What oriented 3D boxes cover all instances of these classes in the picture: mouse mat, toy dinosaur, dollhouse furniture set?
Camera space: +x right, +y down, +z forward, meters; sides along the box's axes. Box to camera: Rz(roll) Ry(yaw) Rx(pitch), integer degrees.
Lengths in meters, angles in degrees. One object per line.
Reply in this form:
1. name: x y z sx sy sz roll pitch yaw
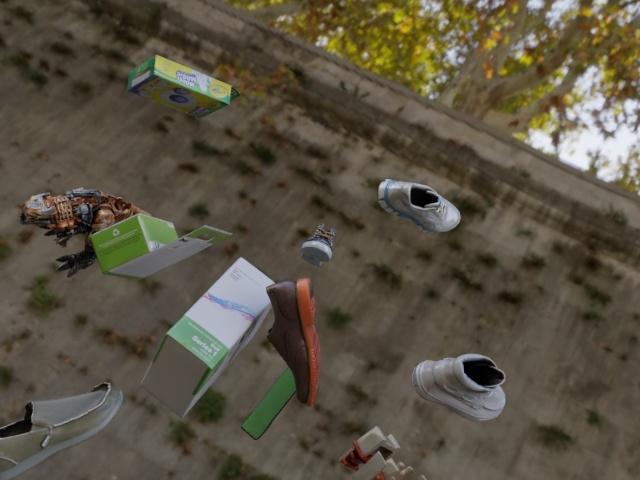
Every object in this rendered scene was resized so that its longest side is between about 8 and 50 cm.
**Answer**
1. mouse mat: -0.098 0.349 1.954 0.007 0.189 0.153 41 -12 -13
2. toy dinosaur: -0.537 -0.041 2.058 0.322 0.164 0.218 17 -48 -31
3. dollhouse furniture set: 0.165 0.595 2.168 0.262 0.135 0.259 37 13 -43

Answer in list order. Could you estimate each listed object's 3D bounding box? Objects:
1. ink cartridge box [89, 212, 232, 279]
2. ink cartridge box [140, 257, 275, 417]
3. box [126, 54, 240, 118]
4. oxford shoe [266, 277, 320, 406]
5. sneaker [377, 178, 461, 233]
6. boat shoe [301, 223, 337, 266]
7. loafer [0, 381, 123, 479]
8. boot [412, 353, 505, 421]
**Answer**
1. ink cartridge box: -0.350 -0.009 1.996 0.097 0.255 0.189 67 10 11
2. ink cartridge box: -0.221 0.196 1.838 0.117 0.278 0.201 37 -47 5
3. box: -0.243 -0.268 1.603 0.179 0.043 0.105 15 -18 -36
4. oxford shoe: -0.054 0.206 1.792 0.099 0.097 0.271 -4 -76 5
5. sneaker: 0.193 -0.059 1.588 0.191 0.071 0.083 17 -13 -38
6. boat shoe: 0.000 0.000 1.924 0.065 0.083 0.183 27 -10 -4
7. loafer: -0.445 0.302 1.478 0.094 0.251 0.087 7 -56 59
8. boot: 0.296 0.274 1.662 0.258 0.095 0.123 21 -30 -41
